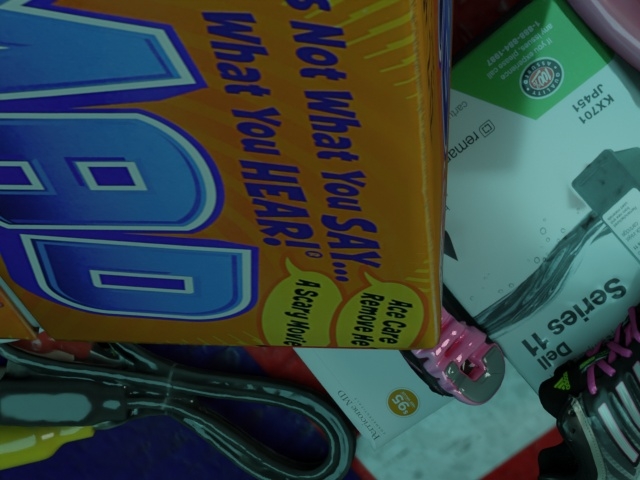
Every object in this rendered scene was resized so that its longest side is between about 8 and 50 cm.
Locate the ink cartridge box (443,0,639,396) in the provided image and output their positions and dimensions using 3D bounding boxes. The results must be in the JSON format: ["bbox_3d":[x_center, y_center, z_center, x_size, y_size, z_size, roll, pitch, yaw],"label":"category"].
[{"bbox_3d":[0.138,-0.019,0.752,0.153,0.087,0.208,-39,96,22],"label":"ink cartridge box"}]

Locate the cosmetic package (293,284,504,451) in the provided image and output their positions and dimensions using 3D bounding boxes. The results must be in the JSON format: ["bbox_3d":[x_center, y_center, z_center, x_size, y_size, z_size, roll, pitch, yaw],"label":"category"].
[{"bbox_3d":[0.000,0.000,0.807,0.099,0.060,0.239,-37,96,22],"label":"cosmetic package"}]

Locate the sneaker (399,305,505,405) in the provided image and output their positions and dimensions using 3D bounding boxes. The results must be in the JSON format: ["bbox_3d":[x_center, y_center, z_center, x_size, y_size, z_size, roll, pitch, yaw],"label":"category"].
[{"bbox_3d":[0.047,0.042,0.748,0.047,0.057,0.119,-40,99,-19],"label":"sneaker"}]

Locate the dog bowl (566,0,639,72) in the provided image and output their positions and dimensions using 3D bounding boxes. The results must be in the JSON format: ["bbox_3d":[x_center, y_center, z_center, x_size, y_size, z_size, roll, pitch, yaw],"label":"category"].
[{"bbox_3d":[0.252,-0.216,0.581,0.408,0.150,0.408,10,122,17],"label":"dog bowl"}]

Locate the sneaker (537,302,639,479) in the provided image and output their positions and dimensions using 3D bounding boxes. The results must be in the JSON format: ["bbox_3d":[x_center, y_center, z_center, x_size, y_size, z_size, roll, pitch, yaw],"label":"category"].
[{"bbox_3d":[0.152,0.072,0.697,0.074,0.063,0.170,10,117,2],"label":"sneaker"}]

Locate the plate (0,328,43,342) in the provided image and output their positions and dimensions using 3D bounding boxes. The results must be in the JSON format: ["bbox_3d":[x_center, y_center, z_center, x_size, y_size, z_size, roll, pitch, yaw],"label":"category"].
[{"bbox_3d":[-0.219,-0.020,0.807,0.188,0.024,0.188,6,125,9],"label":"plate"}]

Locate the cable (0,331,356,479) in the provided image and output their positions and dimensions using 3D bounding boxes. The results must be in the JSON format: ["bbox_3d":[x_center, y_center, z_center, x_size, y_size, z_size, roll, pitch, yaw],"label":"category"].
[{"bbox_3d":[-0.118,0.089,0.885,0.287,0.072,0.139,3,91,0],"label":"cable"}]

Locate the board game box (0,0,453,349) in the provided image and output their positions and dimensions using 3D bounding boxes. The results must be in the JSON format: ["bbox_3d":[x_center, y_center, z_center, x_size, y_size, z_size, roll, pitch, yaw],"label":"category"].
[{"bbox_3d":[-0.129,-0.188,0.526,0.356,0.356,0.357,2,65,7],"label":"board game box"}]
